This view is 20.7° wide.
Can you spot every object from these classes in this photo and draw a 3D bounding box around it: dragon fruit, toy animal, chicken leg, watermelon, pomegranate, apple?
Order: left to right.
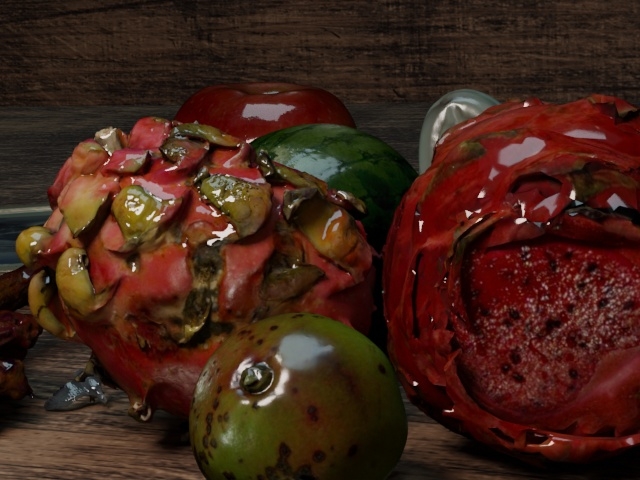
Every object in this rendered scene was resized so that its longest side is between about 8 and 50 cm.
[{"bbox_3d":[-0.321,0.077,1.679,0.158,0.096,0.407,-17,15,12],"label":"chicken leg"},{"bbox_3d":[-0.210,0.137,1.609,0.084,0.050,0.028,-45,-11,-16],"label":"toy animal"},{"bbox_3d":[-0.109,0.031,1.461,0.291,0.269,0.250,22,-8,-27],"label":"dragon fruit"},{"bbox_3d":[-0.068,-0.095,2.279,0.260,0.217,0.260,-2,10,0],"label":"apple"},{"bbox_3d":[-0.007,0.135,1.296,0.159,0.159,0.205,3,-14,31],"label":"pomegranate"},{"bbox_3d":[-0.003,0.001,1.712,0.242,0.242,0.242,-3,11,1],"label":"watermelon"},{"bbox_3d":[0.185,0.031,1.390,0.295,0.296,0.302,-6,25,-14],"label":"dragon fruit"}]

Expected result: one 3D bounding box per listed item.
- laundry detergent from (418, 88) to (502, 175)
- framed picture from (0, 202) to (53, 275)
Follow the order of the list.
[{"bbox_3d":[0.201,-0.013,1.765,0.124,0.264,0.398,-23,-6,13],"label":"laundry detergent"},{"bbox_3d":[-0.476,0.011,2.173,0.446,0.028,0.326,-4,16,3],"label":"framed picture"}]
